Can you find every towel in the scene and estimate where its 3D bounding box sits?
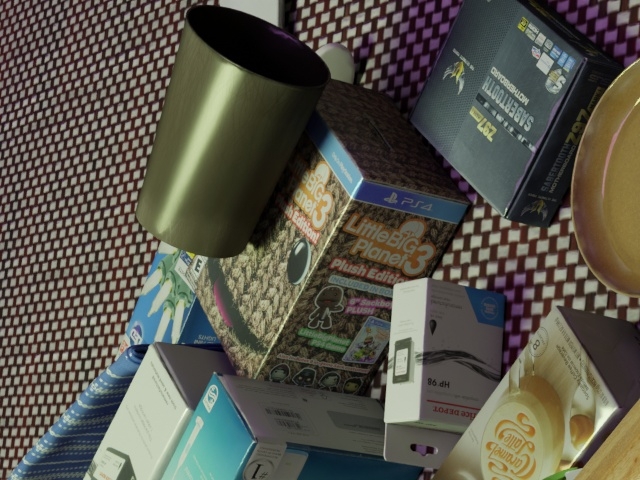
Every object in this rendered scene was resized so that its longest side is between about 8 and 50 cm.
[{"bbox_3d":[-0.200,0.216,2.298,0.336,0.243,0.040,-46,54,41],"label":"towel"}]

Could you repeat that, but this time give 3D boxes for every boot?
[{"bbox_3d":[-0.023,-0.160,2.307,0.190,0.069,0.086,-66,28,20],"label":"boot"}]

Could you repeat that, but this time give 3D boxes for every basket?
[{"bbox_3d":[-0.104,-0.110,2.079,0.204,0.154,0.226,53,128,52],"label":"basket"}]

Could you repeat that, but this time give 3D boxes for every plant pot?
[{"bbox_3d":[0.318,-0.062,1.773,0.236,0.032,0.236,-24,60,52],"label":"plant pot"}]

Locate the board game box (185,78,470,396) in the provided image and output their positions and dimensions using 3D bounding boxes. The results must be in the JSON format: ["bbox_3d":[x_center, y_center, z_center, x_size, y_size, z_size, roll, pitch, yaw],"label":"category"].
[{"bbox_3d":[0.000,0.000,2.147,0.291,0.141,0.232,-62,35,23],"label":"board game box"}]

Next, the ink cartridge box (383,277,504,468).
[{"bbox_3d":[0.124,0.136,1.940,0.060,0.104,0.180,-14,68,54],"label":"ink cartridge box"}]

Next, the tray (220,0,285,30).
[{"bbox_3d":[-0.083,-0.236,2.466,0.145,0.030,0.270,-23,60,52],"label":"tray"}]

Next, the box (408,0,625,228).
[{"bbox_3d":[0.194,-0.147,1.971,0.183,0.059,0.232,-65,33,21],"label":"box"}]

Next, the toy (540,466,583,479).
[{"bbox_3d":[0.258,0.303,1.675,0.137,0.056,0.237,-25,93,51],"label":"toy"}]

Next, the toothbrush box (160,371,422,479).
[{"bbox_3d":[-0.062,0.305,2.067,0.295,0.216,0.126,-62,35,22],"label":"toothbrush box"}]

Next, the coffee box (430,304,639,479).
[{"bbox_3d":[0.215,0.201,1.779,0.246,0.098,0.141,-59,36,27],"label":"coffee box"}]

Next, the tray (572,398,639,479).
[{"bbox_3d":[0.363,0.120,1.476,0.411,0.203,0.076,-57,38,29],"label":"tray"}]

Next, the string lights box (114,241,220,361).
[{"bbox_3d":[-0.161,0.075,2.434,0.133,0.077,0.259,45,117,52],"label":"string lights box"}]

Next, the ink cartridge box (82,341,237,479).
[{"bbox_3d":[-0.137,0.284,2.185,0.307,0.223,0.129,-62,37,23],"label":"ink cartridge box"}]
